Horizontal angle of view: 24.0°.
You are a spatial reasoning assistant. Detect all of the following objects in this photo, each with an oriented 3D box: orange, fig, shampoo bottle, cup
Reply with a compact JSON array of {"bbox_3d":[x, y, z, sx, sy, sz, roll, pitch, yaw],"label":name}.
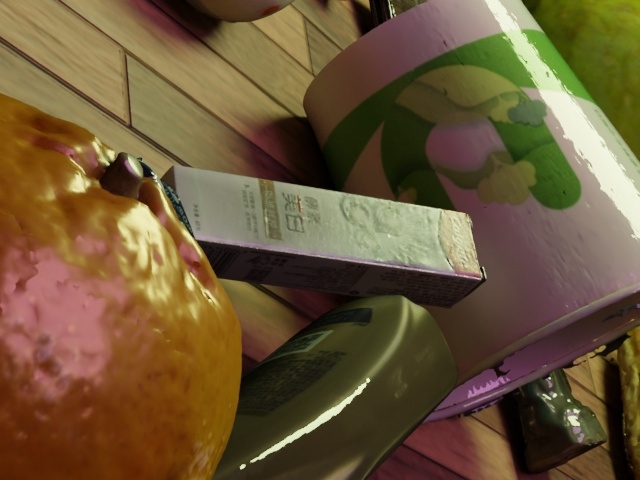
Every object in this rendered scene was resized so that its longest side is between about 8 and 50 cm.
[{"bbox_3d":[-0.135,0.043,0.551,0.219,0.193,0.219,49,-8,10],"label":"orange"},{"bbox_3d":[0.248,-0.086,1.367,0.258,0.258,0.326,-21,121,-66],"label":"fig"},{"bbox_3d":[-0.035,0.118,0.778,0.084,0.126,0.350,66,27,-4],"label":"shampoo bottle"},{"bbox_3d":[0.129,-0.031,1.129,0.253,0.253,0.274,4,57,-63],"label":"cup"}]

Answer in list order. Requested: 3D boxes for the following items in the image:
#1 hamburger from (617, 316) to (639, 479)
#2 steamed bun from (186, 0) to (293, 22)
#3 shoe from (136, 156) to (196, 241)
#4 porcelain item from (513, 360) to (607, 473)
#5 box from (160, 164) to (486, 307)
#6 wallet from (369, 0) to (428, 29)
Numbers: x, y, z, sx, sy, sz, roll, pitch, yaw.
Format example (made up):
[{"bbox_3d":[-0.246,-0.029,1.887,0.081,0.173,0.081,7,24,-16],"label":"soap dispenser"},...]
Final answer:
[{"bbox_3d":[0.427,0.227,1.570,0.304,0.174,0.284,37,48,-34],"label":"hamburger"},{"bbox_3d":[-0.056,-0.267,1.088,0.177,0.131,0.228,45,30,-42],"label":"steamed bun"},{"bbox_3d":[-0.092,0.023,0.841,0.071,0.064,0.143,-66,135,-82],"label":"shoe"},{"bbox_3d":[0.176,0.091,1.314,0.081,0.069,0.215,4,59,-58],"label":"porcelain item"},{"bbox_3d":[0.000,0.000,0.944,0.218,0.039,0.055,8,56,-29],"label":"box"},{"bbox_3d":[0.114,-0.164,1.438,0.230,0.042,0.124,17,59,-56],"label":"wallet"}]
